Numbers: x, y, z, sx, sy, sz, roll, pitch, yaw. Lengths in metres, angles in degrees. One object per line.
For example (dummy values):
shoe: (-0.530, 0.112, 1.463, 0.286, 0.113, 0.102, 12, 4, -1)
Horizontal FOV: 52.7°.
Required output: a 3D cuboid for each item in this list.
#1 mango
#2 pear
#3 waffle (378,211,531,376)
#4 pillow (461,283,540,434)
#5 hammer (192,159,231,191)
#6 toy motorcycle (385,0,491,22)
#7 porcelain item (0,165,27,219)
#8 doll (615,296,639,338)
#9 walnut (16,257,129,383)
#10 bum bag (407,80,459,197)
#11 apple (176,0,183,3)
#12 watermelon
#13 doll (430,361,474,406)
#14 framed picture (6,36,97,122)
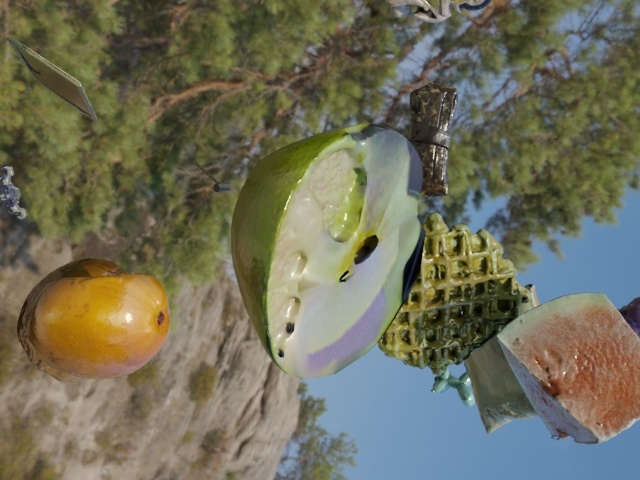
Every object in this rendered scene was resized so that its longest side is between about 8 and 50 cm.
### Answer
mango: (-0.261, 0.103, 0.733, 0.217, 0.141, 0.102, -19, -117, 37)
pear: (-0.005, 0.000, 1.008, 0.165, 0.399, 0.399, 24, -91, 36)
waffle: (0.226, 0.113, 1.242, 0.317, 0.297, 0.073, -47, -168, 12)
pillow: (0.443, 0.285, 1.530, 0.312, 0.119, 0.310, -42, -122, 56)
hammer: (-0.237, -0.140, 1.375, 0.035, 0.110, 0.019, -13, 140, -53)
toy motorcycle: (0.212, -0.596, 1.437, 0.223, 0.341, 0.108, -29, -142, 45)
porcelain item: (-0.759, -0.107, 1.557, 0.075, 0.021, 0.136, -40, 125, -55)
doll: (0.571, 0.157, 1.159, 0.206, 0.110, 0.067, 80, 28, -54)
walnut: (-0.365, 0.121, 0.982, 0.207, 0.167, 0.167, -46, -161, 20)
bum bag: (0.230, -0.214, 1.367, 0.069, 0.102, 0.248, 38, 58, -81)
apple: (-0.189, -0.617, 1.361, 0.251, 0.293, 0.163, -115, -173, -71)
watermelon: (0.438, 0.227, 1.076, 0.213, 0.261, 0.201, -36, -161, 8)
doll: (0.397, 0.401, 1.857, 0.159, 0.059, 0.158, -39, -139, -10)
framed picture: (-0.698, -0.421, 1.711, 0.016, 0.216, 0.273, -57, -175, -13)
